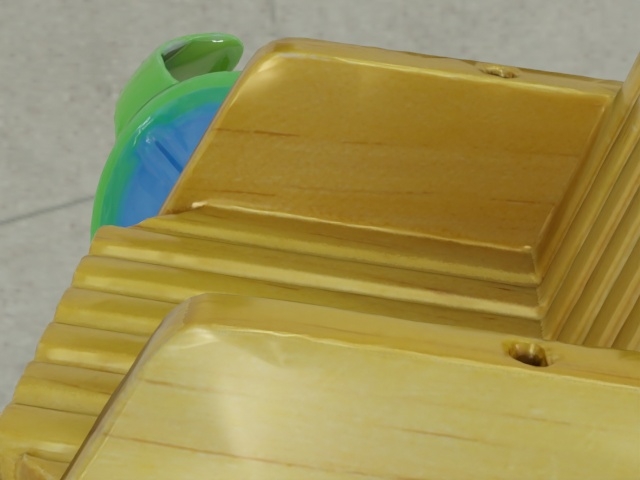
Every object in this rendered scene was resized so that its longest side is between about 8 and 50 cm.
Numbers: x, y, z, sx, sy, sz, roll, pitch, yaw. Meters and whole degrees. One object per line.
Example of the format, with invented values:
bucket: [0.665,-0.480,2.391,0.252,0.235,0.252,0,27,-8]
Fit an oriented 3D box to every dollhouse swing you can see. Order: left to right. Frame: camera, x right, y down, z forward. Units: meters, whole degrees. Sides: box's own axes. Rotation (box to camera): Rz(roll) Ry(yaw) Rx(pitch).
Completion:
dollhouse swing: [0.059,-0.059,0.668,0.347,0.315,0.305,-79,177,-67]

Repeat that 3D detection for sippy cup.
sippy cup: [0.000,0.000,1.179,0.224,0.240,0.306,-7,93,-56]
